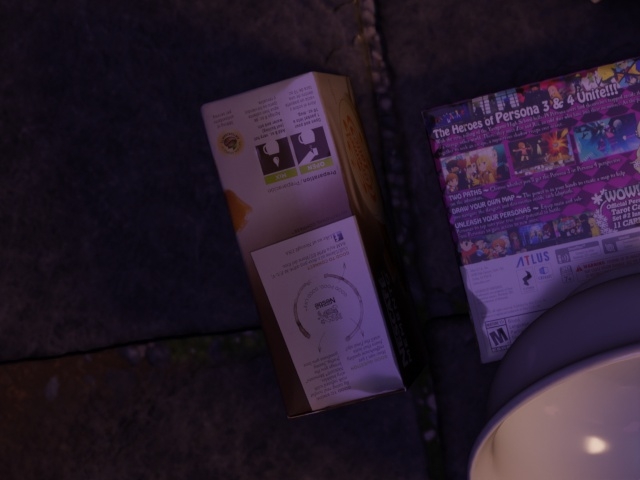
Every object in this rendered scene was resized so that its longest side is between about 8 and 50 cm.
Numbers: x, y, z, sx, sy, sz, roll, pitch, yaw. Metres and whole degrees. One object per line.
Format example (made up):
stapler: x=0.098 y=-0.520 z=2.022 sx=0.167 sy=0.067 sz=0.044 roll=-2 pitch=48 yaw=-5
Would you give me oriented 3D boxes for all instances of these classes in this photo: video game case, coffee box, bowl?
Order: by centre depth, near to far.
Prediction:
bowl: x=0.249 y=0.108 z=1.034 sx=0.297 sy=0.298 sz=0.134 roll=-12 pitch=50 yaw=14
video game case: x=0.214 y=-0.028 z=1.110 sx=0.232 sy=0.042 sz=0.210 roll=-14 pitch=92 yaw=14
coffee box: x=0.000 y=0.000 z=1.114 sx=0.098 sy=0.141 sz=0.247 roll=-16 pitch=91 yaw=14

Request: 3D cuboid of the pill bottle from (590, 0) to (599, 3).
pill bottle: x=0.265 y=-0.311 z=1.013 sx=0.283 sy=0.160 sz=0.160 roll=-39 pitch=85 yaw=13
